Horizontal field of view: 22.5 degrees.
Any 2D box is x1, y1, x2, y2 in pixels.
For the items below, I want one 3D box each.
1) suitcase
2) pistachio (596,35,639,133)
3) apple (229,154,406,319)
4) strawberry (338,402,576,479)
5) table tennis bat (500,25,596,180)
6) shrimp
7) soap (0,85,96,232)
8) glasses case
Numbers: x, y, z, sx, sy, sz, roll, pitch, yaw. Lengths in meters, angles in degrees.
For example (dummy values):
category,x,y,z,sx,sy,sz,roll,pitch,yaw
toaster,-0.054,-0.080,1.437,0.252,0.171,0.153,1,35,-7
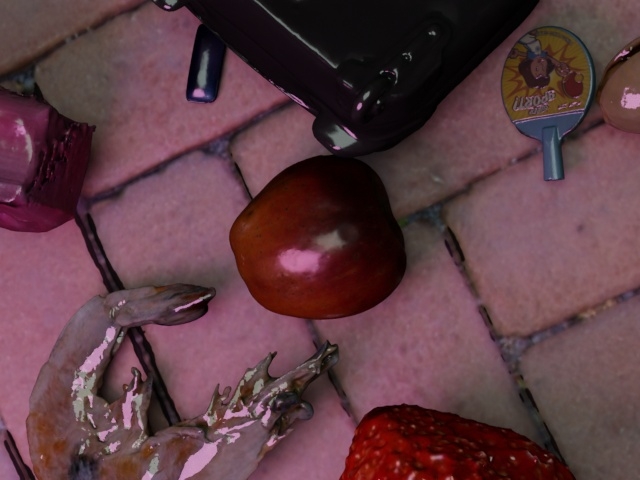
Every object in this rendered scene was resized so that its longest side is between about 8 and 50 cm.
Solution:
category,x,y,z,sx,sy,sz,roll,pitch,yaw
suitcase,0.032,-0.295,1.554,0.345,0.188,0.339,40,78,13
pistachio,0.337,-0.151,1.537,0.149,0.113,0.113,-17,80,27
apple,-0.004,0.003,1.567,0.158,0.147,0.156,-22,101,10
strawberry,0.122,0.270,1.468,0.257,0.257,0.277,-29,64,7
table tennis bat,0.225,-0.135,1.583,0.100,0.019,0.155,-6,83,32
shrimp,-0.145,0.153,1.600,0.360,0.085,0.247,-22,79,20
soap,-0.397,-0.106,1.622,0.325,0.220,0.127,17,83,12
glasses case,-0.119,-0.184,1.670,0.033,0.023,0.083,8,86,14
